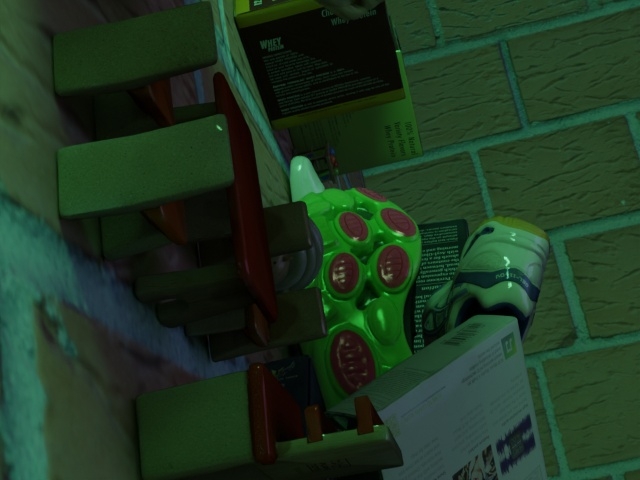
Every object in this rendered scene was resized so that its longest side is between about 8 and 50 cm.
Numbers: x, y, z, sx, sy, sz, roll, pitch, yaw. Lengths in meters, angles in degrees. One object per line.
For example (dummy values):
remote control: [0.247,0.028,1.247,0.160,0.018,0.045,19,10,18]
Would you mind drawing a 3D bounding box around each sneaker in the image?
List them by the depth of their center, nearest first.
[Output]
sneaker: [0.170,0.106,1.069,0.296,0.112,0.131,98,8,-50]
sneaker: [0.039,0.138,1.095,0.202,0.185,0.482,104,-17,-52]
sneaker: [0.015,-0.024,1.356,0.080,0.094,0.212,-62,139,-78]

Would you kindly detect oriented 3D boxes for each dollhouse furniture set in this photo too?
dollhouse furniture set: [-0.042,0.020,0.583,0.262,0.135,0.259,65,14,-63]

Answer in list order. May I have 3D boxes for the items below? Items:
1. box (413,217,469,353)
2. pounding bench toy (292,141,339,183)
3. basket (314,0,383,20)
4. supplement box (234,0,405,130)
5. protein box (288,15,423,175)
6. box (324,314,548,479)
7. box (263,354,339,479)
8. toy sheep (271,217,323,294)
box: [0.178,0.202,1.636,0.395,0.212,0.293,-83,161,-50]
pounding bench toy: [-0.005,-0.109,1.470,0.083,0.065,0.052,-92,168,-57]
basket: [-0.002,-0.380,0.603,0.331,0.266,0.328,22,48,-42]
supplement box: [-0.001,-0.283,1.287,0.129,0.192,0.194,-96,170,-46]
protein box: [0.046,-0.230,1.545,0.136,0.201,0.199,-94,169,-53]
box: [0.128,0.258,0.869,0.232,0.059,0.321,-23,104,-43]
box: [-0.007,0.242,0.795,0.183,0.059,0.232,-92,168,-64]
toy sheep: [-0.038,0.011,0.878,0.132,0.091,0.091,-66,143,-71]
